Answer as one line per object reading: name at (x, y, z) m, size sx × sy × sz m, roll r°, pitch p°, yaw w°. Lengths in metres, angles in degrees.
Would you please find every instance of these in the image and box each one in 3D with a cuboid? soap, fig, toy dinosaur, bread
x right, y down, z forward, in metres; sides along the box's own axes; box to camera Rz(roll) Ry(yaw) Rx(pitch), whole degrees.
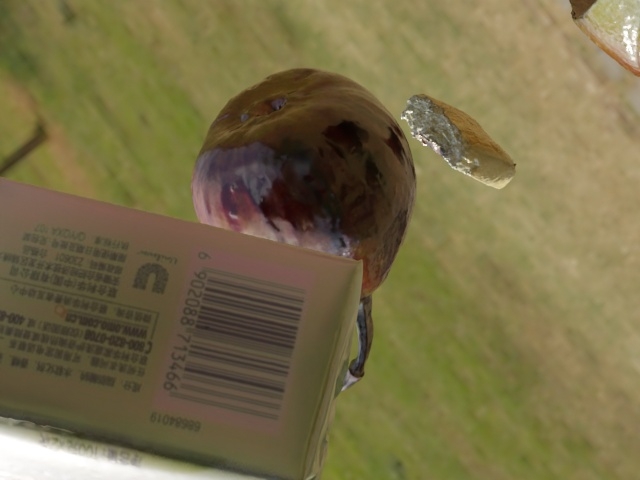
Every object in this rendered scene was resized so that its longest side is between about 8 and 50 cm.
soap at (-0.093, 0.087, 0.941) m, size 0.199 × 0.138 × 0.182 m, roll 13°, pitch 146°, yaw 1°
fig at (0.003, -0.022, 1.261) m, size 0.202 × 0.148 × 0.149 m, roll 51°, pitch -179°, yaw 8°
toy dinosaur at (0.260, -0.198, 1.463) m, size 0.327 × 0.113 × 0.206 m, roll 10°, pitch -144°, yaw -52°
bread at (0.105, -0.073, 1.415) m, size 0.070 × 0.035 × 0.083 m, roll 20°, pitch -160°, yaw -46°
